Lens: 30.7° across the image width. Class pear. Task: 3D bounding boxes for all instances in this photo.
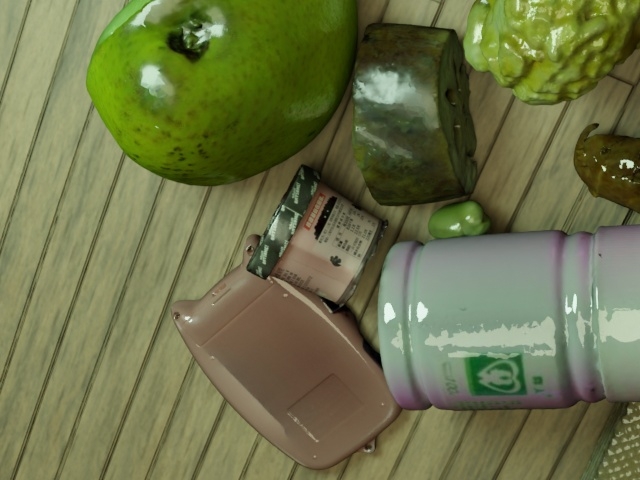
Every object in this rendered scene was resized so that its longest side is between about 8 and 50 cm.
[{"bbox_3d":[-0.118,-0.189,1.339,0.342,0.318,0.238,-37,90,21],"label":"pear"}]

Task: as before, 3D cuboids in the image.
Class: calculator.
[{"bbox_3d":[-0.038,0.164,1.552,0.220,0.048,0.329,-42,95,18],"label":"calculator"}]

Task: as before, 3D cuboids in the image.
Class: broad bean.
[{"bbox_3d":[0.172,-0.024,1.441,0.083,0.063,0.045,-5,127,41],"label":"broad bean"}]

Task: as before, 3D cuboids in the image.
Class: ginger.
[{"bbox_3d":[0.449,-0.097,1.339,0.309,0.107,0.133,-11,86,17],"label":"ginger"}]

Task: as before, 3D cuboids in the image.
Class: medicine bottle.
[{"bbox_3d":[0.247,0.092,1.370,0.326,0.212,0.212,-5,104,18],"label":"medicine bottle"}]

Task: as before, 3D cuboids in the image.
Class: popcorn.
[{"bbox_3d":[0.271,-0.268,1.266,0.195,0.255,0.256,30,67,-24],"label":"popcorn"}]

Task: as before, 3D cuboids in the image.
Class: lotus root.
[{"bbox_3d":[0.111,-0.143,1.398,0.119,0.138,0.234,-1,110,24],"label":"lotus root"}]

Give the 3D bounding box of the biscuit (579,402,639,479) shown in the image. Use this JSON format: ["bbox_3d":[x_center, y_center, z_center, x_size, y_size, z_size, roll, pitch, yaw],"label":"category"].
[{"bbox_3d":[0.391,0.350,1.486,0.144,0.078,0.425,22,109,5],"label":"biscuit"}]

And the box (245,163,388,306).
[{"bbox_3d":[0.000,0.000,1.448,0.135,0.151,0.151,27,109,-3],"label":"box"}]
